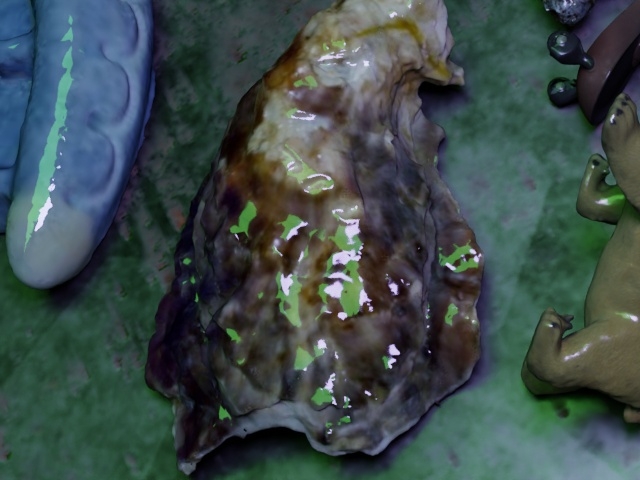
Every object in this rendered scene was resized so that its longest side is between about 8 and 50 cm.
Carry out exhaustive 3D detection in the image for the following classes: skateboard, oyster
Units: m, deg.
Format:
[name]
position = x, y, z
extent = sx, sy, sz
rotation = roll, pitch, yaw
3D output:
[skateboard]
position = 0.211, -0.128, 1.040
extent = 0.151, 0.067, 0.080
rotation = -44, 67, -11
[oyster]
position = -0.002, -0.002, 1.024
extent = 0.275, 0.100, 0.271
rotation = -27, 73, -1

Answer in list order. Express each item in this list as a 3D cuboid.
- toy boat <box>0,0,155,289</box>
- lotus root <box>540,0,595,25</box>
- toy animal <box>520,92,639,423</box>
[toy boat]
position = -0.228, -0.125, 1.151
extent = 0.215, 0.123, 0.330
rotation = 1, 65, 21
[lotus root]
position = 0.188, -0.210, 1.074
extent = 0.165, 0.088, 0.088
rotation = -49, 59, -1
[toy animal]
position = 0.183, 0.004, 0.919
extent = 0.101, 0.103, 0.218
rotation = 18, 103, 8
